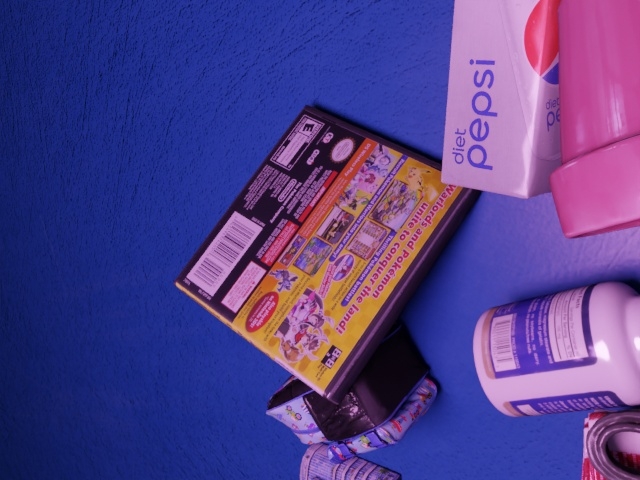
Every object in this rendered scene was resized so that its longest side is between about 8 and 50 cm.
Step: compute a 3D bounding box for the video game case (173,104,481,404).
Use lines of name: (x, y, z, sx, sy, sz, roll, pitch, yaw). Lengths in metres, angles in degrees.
video game case: (0.000, 0.000, 0.728, 0.248, 0.035, 0.275, 30, 80, 31)

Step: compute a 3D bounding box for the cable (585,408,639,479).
cable: (0.369, 0.174, 0.506, 0.287, 0.072, 0.140, -19, 83, 29)

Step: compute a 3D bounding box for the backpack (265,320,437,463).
backpack: (0.028, 0.188, 0.776, 0.173, 0.158, 0.117, -34, 87, 35)

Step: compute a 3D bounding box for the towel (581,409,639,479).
towel: (0.333, 0.311, 0.509, 0.237, 0.037, 0.329, -1, 75, 25)

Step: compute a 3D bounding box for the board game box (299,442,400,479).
board game box: (0.018, 0.394, 0.907, 0.194, 0.060, 0.194, 7, 106, 38)

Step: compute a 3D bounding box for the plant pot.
plant pot: (0.263, -0.109, 0.479, 0.201, 0.201, 0.180, -16, 82, 42)

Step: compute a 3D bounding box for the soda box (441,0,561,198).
soda box: (0.182, -0.188, 0.584, 0.098, 0.091, 0.286, 18, 113, 44)

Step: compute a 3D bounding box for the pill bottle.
pill bottle: (0.248, 0.098, 0.597, 0.186, 0.112, 0.112, -20, 88, 41)
